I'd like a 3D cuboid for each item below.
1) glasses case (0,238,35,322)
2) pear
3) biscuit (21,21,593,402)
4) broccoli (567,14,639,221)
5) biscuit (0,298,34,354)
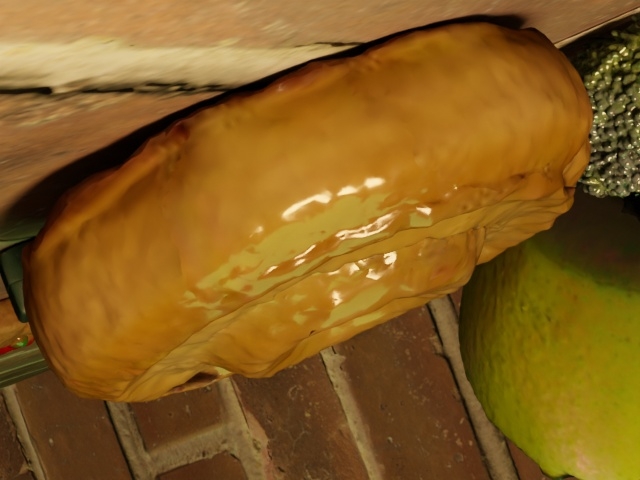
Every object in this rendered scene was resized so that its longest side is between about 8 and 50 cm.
[{"bbox_3d":[-0.096,-0.002,0.893,0.184,0.039,0.078,-20,177,-14],"label":"glasses case"},{"bbox_3d":[0.267,-0.019,0.992,0.399,0.398,0.165,-21,136,-2],"label":"pear"},{"bbox_3d":[0.000,0.000,0.734,0.296,0.102,0.296,-23,167,-6],"label":"biscuit"},{"bbox_3d":[0.220,-0.100,0.911,0.204,0.118,0.122,-38,157,-34],"label":"broccoli"},{"bbox_3d":[-0.312,0.095,1.215,0.212,0.041,0.239,-21,177,-45],"label":"biscuit"}]
